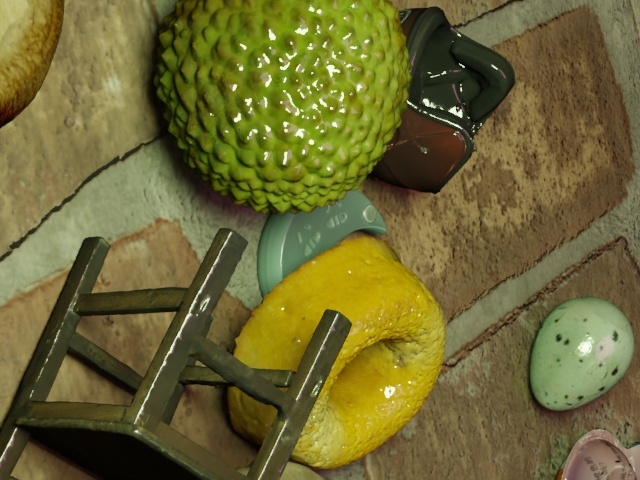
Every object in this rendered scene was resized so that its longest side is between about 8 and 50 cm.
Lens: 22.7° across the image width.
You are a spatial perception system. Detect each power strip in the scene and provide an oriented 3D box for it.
[{"bbox_3d":[0.000,0.000,1.825,0.137,0.044,0.216,50,58,-31],"label":"power strip"}]

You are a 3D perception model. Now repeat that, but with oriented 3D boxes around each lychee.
[{"bbox_3d":[-0.035,-0.176,1.649,0.270,0.270,0.320,33,71,-39],"label":"lychee"}]

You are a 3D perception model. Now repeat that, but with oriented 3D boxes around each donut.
[{"bbox_3d":[0.029,0.136,1.756,0.277,0.108,0.278,-30,137,-32],"label":"donut"}]

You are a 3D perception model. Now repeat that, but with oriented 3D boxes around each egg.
[{"bbox_3d":[0.338,0.150,2.105,0.164,0.131,0.131,-44,122,-9],"label":"egg"}]

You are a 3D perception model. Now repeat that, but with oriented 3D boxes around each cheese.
[{"bbox_3d":[0.401,0.343,2.192,0.286,0.074,0.189,-15,101,-47],"label":"cheese"}]

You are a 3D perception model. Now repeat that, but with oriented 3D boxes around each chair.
[{"bbox_3d":[-0.176,0.215,1.514,0.203,0.240,0.416,40,62,-39],"label":"chair"}]

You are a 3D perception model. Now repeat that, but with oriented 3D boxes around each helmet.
[{"bbox_3d":[0.112,-0.160,1.832,0.189,0.193,0.216,-54,138,-47],"label":"helmet"}]

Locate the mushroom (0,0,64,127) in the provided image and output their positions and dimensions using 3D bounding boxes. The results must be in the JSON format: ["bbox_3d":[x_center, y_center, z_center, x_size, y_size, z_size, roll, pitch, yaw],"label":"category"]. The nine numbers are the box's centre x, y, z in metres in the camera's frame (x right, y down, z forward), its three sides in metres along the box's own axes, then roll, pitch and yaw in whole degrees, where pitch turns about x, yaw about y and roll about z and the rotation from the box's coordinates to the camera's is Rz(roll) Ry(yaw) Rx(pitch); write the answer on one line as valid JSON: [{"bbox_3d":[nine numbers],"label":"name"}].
[{"bbox_3d":[-0.372,-0.227,1.366,0.345,0.239,0.345,-3,98,-24],"label":"mushroom"}]

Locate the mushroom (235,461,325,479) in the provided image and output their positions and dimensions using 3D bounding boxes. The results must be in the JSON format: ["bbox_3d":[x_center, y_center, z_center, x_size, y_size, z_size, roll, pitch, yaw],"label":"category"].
[{"bbox_3d":[-0.050,0.346,1.680,0.226,0.178,0.227,1,88,-35],"label":"mushroom"}]
